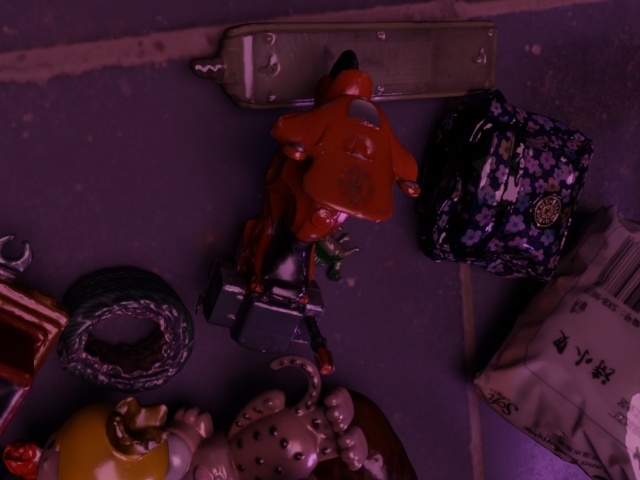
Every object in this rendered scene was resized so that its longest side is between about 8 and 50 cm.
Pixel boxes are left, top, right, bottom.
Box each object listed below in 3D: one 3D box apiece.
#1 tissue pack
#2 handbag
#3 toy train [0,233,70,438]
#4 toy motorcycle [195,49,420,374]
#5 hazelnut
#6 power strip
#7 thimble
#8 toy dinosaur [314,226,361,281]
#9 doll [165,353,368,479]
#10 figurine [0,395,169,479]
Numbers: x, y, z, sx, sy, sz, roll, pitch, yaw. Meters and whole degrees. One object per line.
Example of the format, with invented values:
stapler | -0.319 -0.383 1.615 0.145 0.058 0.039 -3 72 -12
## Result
tissue pack | 0.438 0.168 0.921 0.390 0.375 0.195 -51 156 -1
handbag | 0.229 -0.065 0.894 0.207 0.127 0.229 10 107 -28
toy train | -0.363 0.160 0.626 0.163 0.231 0.369 32 87 -23
toy motorcycle | -0.015 -0.021 0.713 0.147 0.221 0.326 16 112 -19
hazelnut | 0.033 0.285 0.863 0.177 0.178 0.204 -1 99 -24
power strip | 0.038 -0.205 0.816 0.387 0.066 0.092 -8 107 -24
thimble | -0.207 0.094 0.757 0.135 0.090 0.119 12 98 -25
toy dinosaur | 0.000 0.001 0.865 0.060 0.029 0.119 -44 115 4
doll | -0.089 0.234 0.782 0.278 0.119 0.154 -29 89 15
figurine | -0.252 0.225 0.703 0.185 0.234 0.127 26 46 -4
